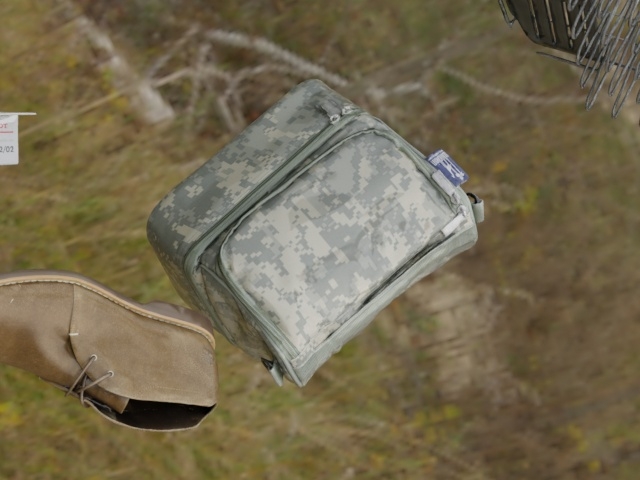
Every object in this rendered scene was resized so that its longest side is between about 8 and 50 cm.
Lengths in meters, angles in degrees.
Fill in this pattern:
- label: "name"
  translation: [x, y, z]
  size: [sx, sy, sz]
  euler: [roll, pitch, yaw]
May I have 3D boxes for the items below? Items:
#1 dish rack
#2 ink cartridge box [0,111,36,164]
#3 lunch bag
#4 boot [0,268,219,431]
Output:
- label: "dish rack"
  translation: [0.244, -0.139, 1.206]
  size: [0.074, 0.271, 0.208]
  euler: [-63, 158, -17]
- label: "ink cartridge box"
  translation: [-0.411, -0.115, 1.881]
  size: [0.104, 0.181, 0.061]
  euler: [-6, 98, -49]
- label: "lunch bag"
  translation: [0.000, 0.000, 1.891]
  size: [0.305, 0.256, 0.212]
  euler: [-40, 142, -13]
- label: "boot"
  translation: [-0.230, 0.110, 1.636]
  size: [0.305, 0.112, 0.115]
  euler: [13, 43, -30]
